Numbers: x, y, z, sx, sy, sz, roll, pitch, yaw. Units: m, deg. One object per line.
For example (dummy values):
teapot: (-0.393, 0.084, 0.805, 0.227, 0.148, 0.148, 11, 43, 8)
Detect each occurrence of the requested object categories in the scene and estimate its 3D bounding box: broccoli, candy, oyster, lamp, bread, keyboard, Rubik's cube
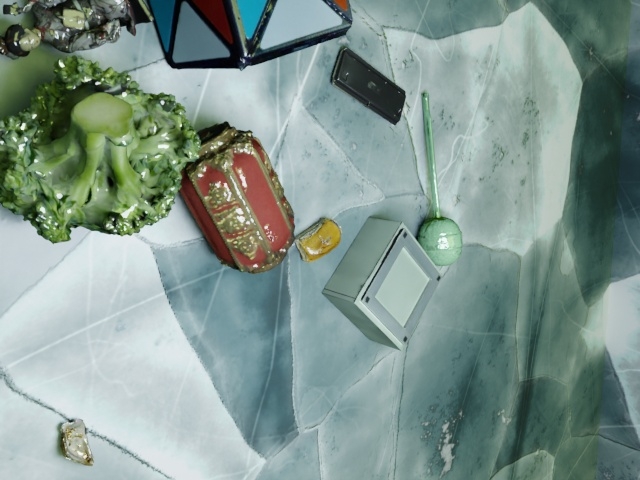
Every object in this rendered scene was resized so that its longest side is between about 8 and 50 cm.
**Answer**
broccoli: (-0.331, -0.134, 0.873, 0.288, 0.235, 0.260, -56, 160, -27)
candy: (0.287, -0.151, 1.513, 0.119, 0.119, 0.440, -13, 98, -39)
oyster: (-0.417, 0.348, 1.011, 0.051, 0.034, 0.093, -16, 98, -55)
lamp: (-0.150, -0.072, 1.076, 0.177, 0.177, 0.274, -39, 121, -30)
bread: (0.000, 0.000, 1.301, 0.106, 0.053, 0.072, -33, 115, -26)
keyboard: (0.114, -0.344, 1.353, 0.230, 0.025, 0.094, 22, 82, -42)
Rubik's cube: (-0.128, -0.430, 0.974, 0.246, 0.248, 0.250, -31, 119, -33)

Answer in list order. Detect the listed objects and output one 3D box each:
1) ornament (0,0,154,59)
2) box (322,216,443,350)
ornament: (-0.376, -0.326, 0.854, 0.196, 0.153, 0.166, -42, 123, -17)
box: (0.158, 0.103, 1.416, 0.225, 0.117, 0.225, 47, 68, -37)
